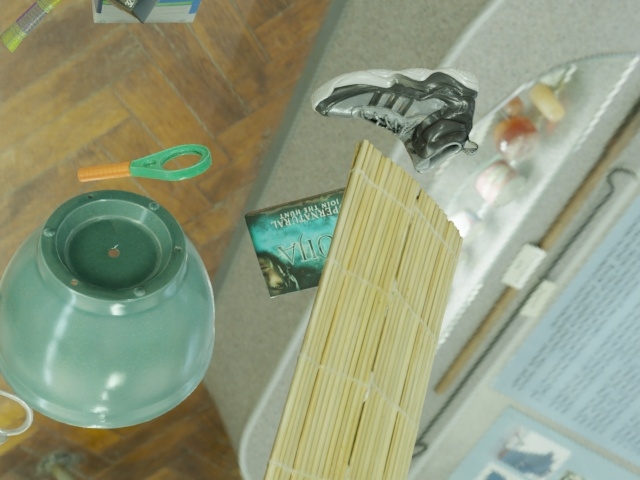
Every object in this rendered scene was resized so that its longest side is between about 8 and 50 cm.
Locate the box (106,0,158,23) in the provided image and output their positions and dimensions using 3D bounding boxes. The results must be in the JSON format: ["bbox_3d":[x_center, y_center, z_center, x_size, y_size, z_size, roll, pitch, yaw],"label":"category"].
[{"bbox_3d":[-0.175,-0.259,0.858,0.083,0.062,0.052,-58,178,0],"label":"box"}]

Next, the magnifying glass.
[{"bbox_3d":[-0.300,-0.127,1.563,0.231,0.092,0.026,-8,124,7],"label":"magnifying glass"}]

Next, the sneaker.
[{"bbox_3d":[0.121,-0.186,1.444,0.268,0.153,0.101,-3,166,3],"label":"sneaker"}]

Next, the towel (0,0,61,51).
[{"bbox_3d":[-0.240,-0.196,0.783,0.083,0.060,0.009,-45,122,-2],"label":"towel"}]

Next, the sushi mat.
[{"bbox_3d":[0.028,0.101,0.603,0.019,0.316,0.151,-4,150,38],"label":"sushi mat"}]

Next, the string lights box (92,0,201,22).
[{"bbox_3d":[-0.200,-0.342,1.092,0.133,0.077,0.259,-5,172,-18],"label":"string lights box"}]

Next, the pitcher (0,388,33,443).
[{"bbox_3d":[-0.632,0.290,1.638,0.178,0.207,0.125,-33,-168,-32],"label":"pitcher"}]

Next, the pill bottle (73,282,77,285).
[{"bbox_3d":[-0.389,0.200,1.761,0.153,0.264,0.153,-32,142,-29],"label":"pill bottle"}]

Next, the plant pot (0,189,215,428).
[{"bbox_3d":[-0.267,0.061,1.157,0.293,0.293,0.196,-11,145,-24],"label":"plant pot"}]

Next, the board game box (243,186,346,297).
[{"bbox_3d":[0.000,0.000,1.265,0.186,0.126,0.026,-14,-168,14],"label":"board game box"}]
